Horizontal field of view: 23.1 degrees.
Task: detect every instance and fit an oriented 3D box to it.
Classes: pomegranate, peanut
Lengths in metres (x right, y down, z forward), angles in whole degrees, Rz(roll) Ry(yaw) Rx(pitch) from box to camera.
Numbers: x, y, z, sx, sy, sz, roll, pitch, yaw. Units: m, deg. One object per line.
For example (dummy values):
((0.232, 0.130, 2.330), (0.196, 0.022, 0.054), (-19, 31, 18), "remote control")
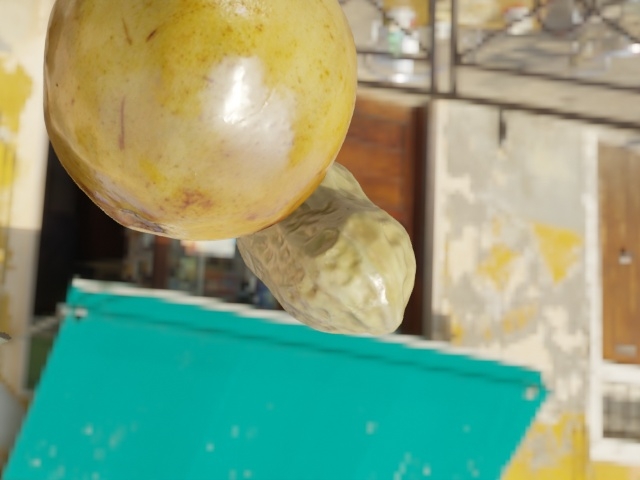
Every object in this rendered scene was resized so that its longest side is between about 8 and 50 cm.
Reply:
((-0.094, -0.130, 1.227), (0.264, 0.264, 0.264), (2, 166, 1), "pomegranate")
((0.000, 0.000, 1.571), (0.152, 0.152, 0.313), (8, -160, -22), "peanut")

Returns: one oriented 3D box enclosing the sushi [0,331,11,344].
((-0.575, 0.087, 1.749), (0.320, 0.069, 0.339), (32, -136, 28), "sushi")
